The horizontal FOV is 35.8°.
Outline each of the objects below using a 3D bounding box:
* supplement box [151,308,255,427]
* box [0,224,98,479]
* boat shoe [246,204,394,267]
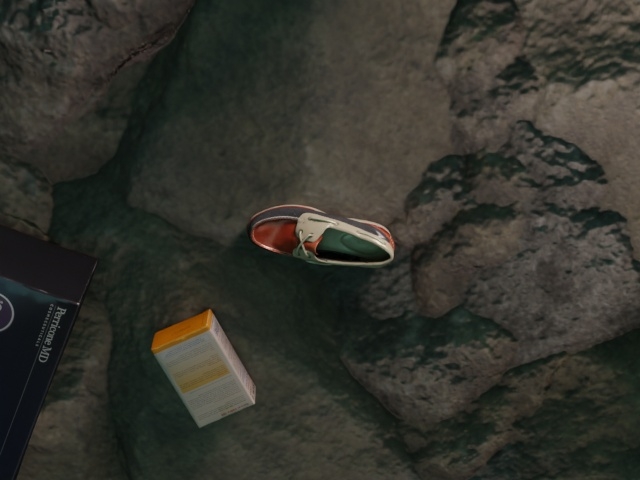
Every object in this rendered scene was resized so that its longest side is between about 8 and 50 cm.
[{"bbox_3d":[-0.111,0.123,0.951,0.062,0.036,0.098,-24,112,8],"label":"supplement box"},{"bbox_3d":[-0.338,0.113,0.906,0.184,0.103,0.261,20,111,-13],"label":"box"},{"bbox_3d":[0.000,0.000,0.900,0.137,0.043,0.049,8,114,-4],"label":"boat shoe"}]
